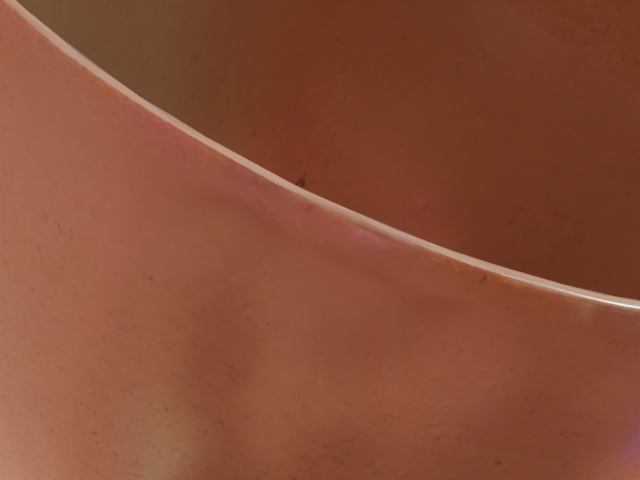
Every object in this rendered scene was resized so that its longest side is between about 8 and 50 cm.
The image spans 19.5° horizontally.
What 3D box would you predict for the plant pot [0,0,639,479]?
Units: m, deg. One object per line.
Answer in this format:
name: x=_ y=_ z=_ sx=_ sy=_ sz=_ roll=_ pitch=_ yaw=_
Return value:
plant pot: x=0.000 y=0.000 z=0.501 sx=0.284 sy=0.284 sz=0.191 roll=-31 pitch=151 yaw=-54
